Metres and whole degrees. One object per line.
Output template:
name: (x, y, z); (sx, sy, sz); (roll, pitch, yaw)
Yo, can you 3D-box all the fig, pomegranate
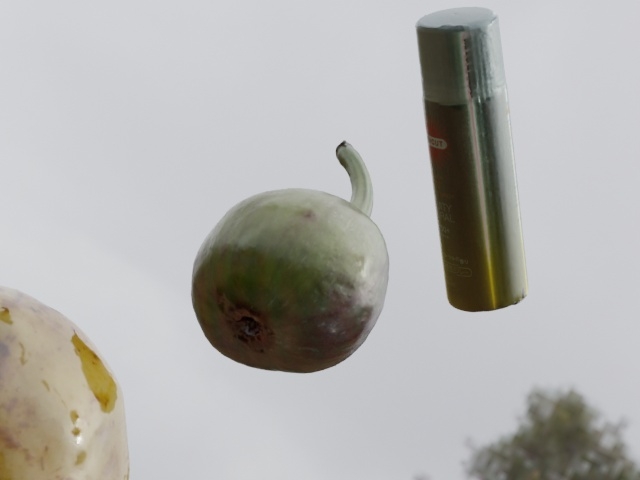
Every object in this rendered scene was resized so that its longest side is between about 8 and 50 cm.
fig: (0.000, 0.000, 1.433); (0.149, 0.245, 0.149); (13, -54, 19)
pomegranate: (-0.230, 0.136, 1.259); (0.215, 0.215, 0.215); (27, -17, 9)

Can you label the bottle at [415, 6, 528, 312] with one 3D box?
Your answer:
bottle: (0.144, -0.077, 1.817); (0.082, 0.082, 0.286); (12, -62, 45)
